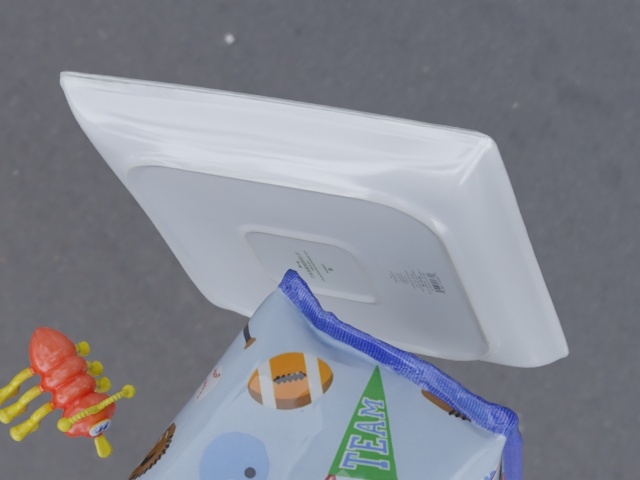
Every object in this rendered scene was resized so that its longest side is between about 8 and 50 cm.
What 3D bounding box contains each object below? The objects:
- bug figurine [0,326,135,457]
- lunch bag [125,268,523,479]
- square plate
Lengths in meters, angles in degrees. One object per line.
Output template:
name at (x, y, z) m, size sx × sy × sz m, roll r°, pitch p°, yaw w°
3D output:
bug figurine at (-0.278, 0.107, 1.138) m, size 0.216 × 0.279 × 0.072 m, roll 54°, pitch 147°, yaw 6°
lunch bag at (-0.024, 0.245, 1.174) m, size 0.239 × 0.328 × 0.385 m, roll 35°, pitch 168°, yaw 21°
square plate at (0.000, 0.000, 1.278) m, size 0.344 × 0.049 × 0.347 m, roll 11°, pitch 155°, yaw 24°
